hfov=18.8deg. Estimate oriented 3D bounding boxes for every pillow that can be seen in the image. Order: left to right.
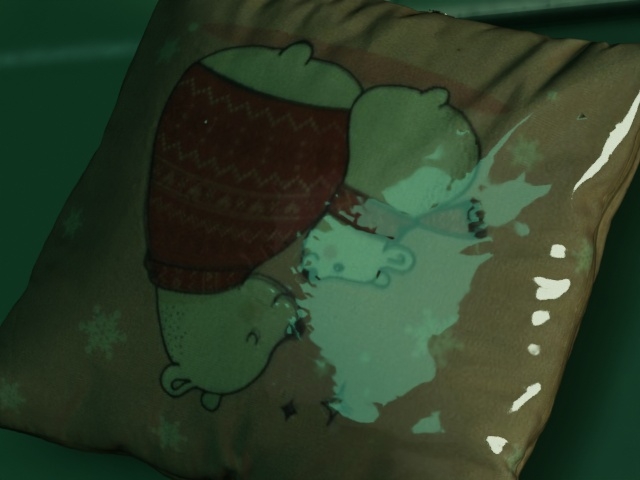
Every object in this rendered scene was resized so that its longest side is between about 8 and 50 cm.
[{"bbox_3d":[0.000,0.000,0.737,0.236,0.084,0.223,17,81,22],"label":"pillow"}]
